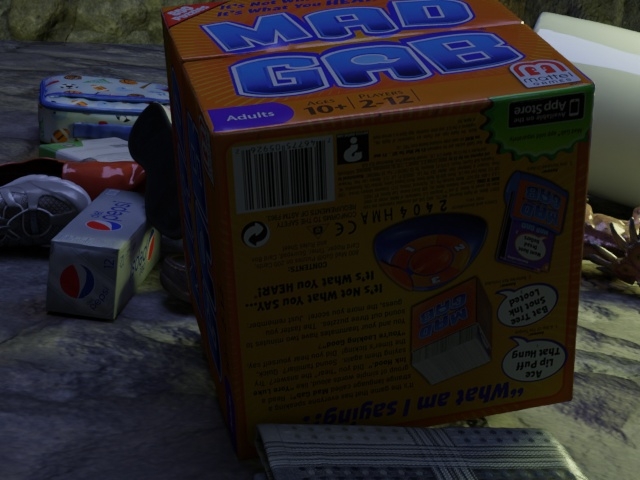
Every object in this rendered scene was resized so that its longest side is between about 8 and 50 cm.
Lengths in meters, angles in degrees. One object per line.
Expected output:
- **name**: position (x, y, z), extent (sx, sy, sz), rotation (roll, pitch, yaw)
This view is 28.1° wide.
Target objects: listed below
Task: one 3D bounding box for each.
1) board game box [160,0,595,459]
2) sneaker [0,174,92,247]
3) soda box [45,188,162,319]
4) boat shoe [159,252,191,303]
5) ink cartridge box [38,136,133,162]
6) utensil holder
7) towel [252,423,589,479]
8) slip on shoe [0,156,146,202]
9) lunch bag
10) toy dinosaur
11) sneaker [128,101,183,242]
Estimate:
- **board game box**: position (0.043, -0.042, 1.346), extent (0.356, 0.356, 0.356), rotation (-8, 29, -11)
- **sneaker**: position (-0.456, -0.019, 1.784), extent (0.281, 0.105, 0.115), rotation (-5, 27, 5)
- **soda box**: position (-0.281, 0.013, 1.702), extent (0.091, 0.098, 0.286), rotation (8, 16, 3)
- **boat shoe**: position (-0.051, 0.013, 1.725), extent (0.355, 0.130, 0.132), rotation (-4, 19, -32)
- **ink cartridge box**: position (-0.331, -0.098, 2.076), extent (0.160, 0.093, 0.219), rotation (-11, 23, -44)
- **utensil holder**: position (0.551, -0.225, 2.348), extent (0.385, 0.328, 0.327), rotation (16, 18, 11)
- **towel**: position (0.111, 0.251, 1.132), extent (0.324, 0.056, 0.312), rotation (4, 19, -14)
- **slip on shoe**: position (-0.354, -0.068, 1.883), extent (0.331, 0.123, 0.101), rotation (1, -14, -3)
- **lunch bag**: position (-0.412, -0.253, 2.559), extent (0.303, 0.115, 0.243), rotation (1, 19, -12)
- **toy dinosaur**: position (0.431, -0.001, 1.983), extent (0.295, 0.127, 0.200), rotation (9, 22, 31)
- **sneaker**: position (-0.159, -0.067, 1.782), extent (0.178, 0.124, 0.295), rotation (28, 22, -33)
